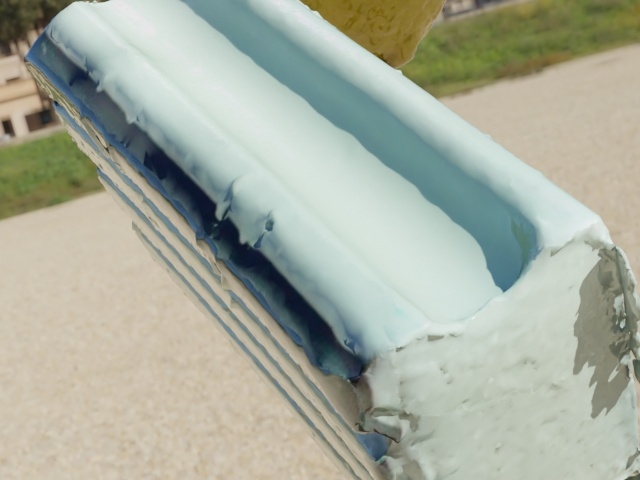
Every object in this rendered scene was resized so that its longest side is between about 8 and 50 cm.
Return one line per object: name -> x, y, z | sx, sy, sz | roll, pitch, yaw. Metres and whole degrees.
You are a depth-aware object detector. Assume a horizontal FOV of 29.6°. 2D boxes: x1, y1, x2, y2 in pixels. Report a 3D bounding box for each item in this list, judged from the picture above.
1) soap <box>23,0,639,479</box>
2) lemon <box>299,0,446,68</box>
soap -> 0.000, 0.000, 0.437 | 0.094, 0.150, 0.261 | -36, 45, -11
lemon -> -0.001, -0.261, 0.974 | 0.245, 0.319, 0.245 | 12, 5, -1
